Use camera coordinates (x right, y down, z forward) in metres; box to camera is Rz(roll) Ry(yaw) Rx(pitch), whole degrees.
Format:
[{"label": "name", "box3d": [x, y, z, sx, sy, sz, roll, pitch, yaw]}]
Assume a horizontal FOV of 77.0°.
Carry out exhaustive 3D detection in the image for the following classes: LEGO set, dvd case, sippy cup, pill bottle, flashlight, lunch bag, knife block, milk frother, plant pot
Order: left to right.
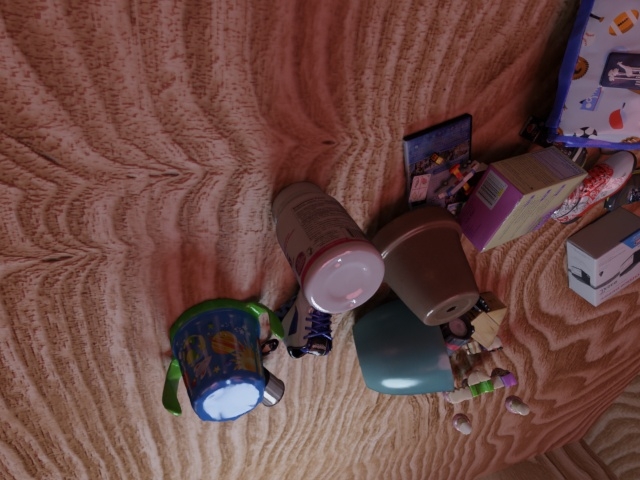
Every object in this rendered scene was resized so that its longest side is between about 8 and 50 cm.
[{"label": "sippy cup", "box3d": [-0.239, 0.301, 0.984, 0.240, 0.224, 0.305, 8, 119, -30]}, {"label": "milk frother", "box3d": [-0.147, 0.369, 1.138, 0.143, 0.129, 0.135, -30, 127, 7]}, {"label": "pill bottle", "box3d": [0.000, 0.000, 0.833, 0.160, 0.283, 0.160, -12, 128, -16]}, {"label": "plant pot", "box3d": [0.226, 0.313, 1.179, 0.235, 0.293, 0.293, -15, 130, 5]}, {"label": "plant pot", "box3d": [0.272, 0.081, 1.018, 0.263, 0.229, 0.263, -15, 144, -11]}, {"label": "dvd case", "box3d": [0.299, -0.174, 1.018, 0.180, 0.022, 0.253, -23, 130, -9]}, {"label": "flashlight", "box3d": [0.404, 0.343, 1.345, 0.103, 0.103, 0.304, 8, 146, -4]}, {"label": "LEGO set", "box3d": [0.311, -0.111, 1.015, 0.182, 0.060, 0.244, -12, 131, -18]}, {"label": "knife block", "box3d": [0.509, 0.276, 1.398, 0.242, 0.088, 0.276, -9, 127, -17]}, {"label": "lunch bag", "box3d": [0.720, -0.379, 0.914, 0.385, 0.239, 0.328, -3, 113, -16]}]

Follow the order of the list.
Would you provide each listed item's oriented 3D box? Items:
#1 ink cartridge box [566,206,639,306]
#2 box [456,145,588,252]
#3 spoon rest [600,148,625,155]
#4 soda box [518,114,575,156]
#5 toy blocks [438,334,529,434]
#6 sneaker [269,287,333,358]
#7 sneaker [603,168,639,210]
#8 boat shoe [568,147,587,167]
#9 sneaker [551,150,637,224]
[{"label": "ink cartridge box", "box3d": [1.038, 0.065, 1.460, 0.223, 0.129, 0.307, -34, 131, 1]}, {"label": "box", "box3d": [0.510, -0.108, 1.042, 0.243, 0.117, 0.214, -17, 146, -23]}, {"label": "spoon rest", "box3d": [0.904, -0.360, 1.137, 0.137, 0.084, 0.276, -6, 139, -19]}, {"label": "soda box", "box3d": [0.609, -0.274, 1.066, 0.169, 0.053, 0.060, 10, 118, -31]}, {"label": "toy blocks", "box3d": [0.616, 0.563, 1.607, 0.288, 0.309, 0.260, -21, 164, 5]}, {"label": "sneaker", "box3d": [-0.007, 0.189, 1.036, 0.127, 0.182, 0.315, 15, 116, -34]}, {"label": "sneaker", "box3d": [1.062, -0.172, 1.303, 0.300, 0.121, 0.111, -26, 130, -6]}, {"label": "boat shoe", "box3d": [0.673, -0.173, 1.150, 0.068, 0.081, 0.228, 21, 111, -30]}, {"label": "sneaker", "box3d": [0.783, -0.165, 1.186, 0.145, 0.090, 0.270, 15, 127, -33]}]
